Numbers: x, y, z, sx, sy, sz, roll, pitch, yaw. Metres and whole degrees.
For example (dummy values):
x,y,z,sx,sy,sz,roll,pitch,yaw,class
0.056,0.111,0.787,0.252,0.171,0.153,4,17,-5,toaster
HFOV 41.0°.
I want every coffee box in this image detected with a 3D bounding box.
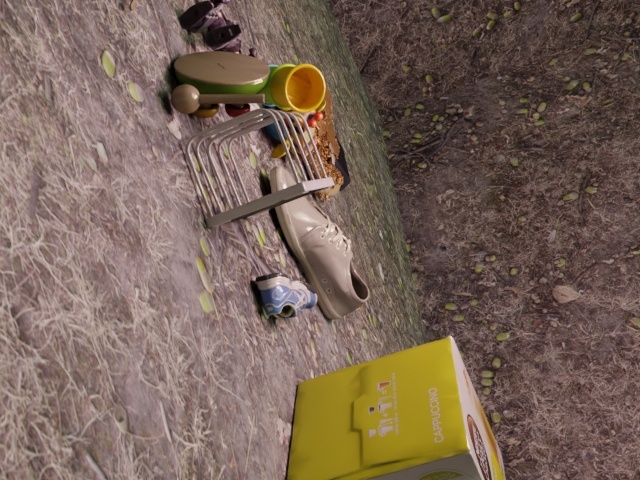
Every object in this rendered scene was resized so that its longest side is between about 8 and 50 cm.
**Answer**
x,y,z,sx,sy,sz,roll,pitch,yaw,class
0.158,0.444,1.635,0.337,0.338,0.334,-85,153,-61,coffee box

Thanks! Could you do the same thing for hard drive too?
x,y,z,sx,sy,sz,roll,pitch,yaw,class
0.030,-0.284,2.742,0.254,0.054,0.172,50,25,-59,hard drive

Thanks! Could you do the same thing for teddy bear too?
x,y,z,sx,sy,sz,roll,pitch,yaw,class
-0.015,-0.275,2.482,0.245,0.113,0.338,-46,125,-68,teddy bear

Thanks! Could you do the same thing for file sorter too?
x,y,z,sx,sy,sz,roll,pitch,yaw,class
-0.115,-0.145,1.636,0.278,0.193,0.173,-30,99,-77,file sorter

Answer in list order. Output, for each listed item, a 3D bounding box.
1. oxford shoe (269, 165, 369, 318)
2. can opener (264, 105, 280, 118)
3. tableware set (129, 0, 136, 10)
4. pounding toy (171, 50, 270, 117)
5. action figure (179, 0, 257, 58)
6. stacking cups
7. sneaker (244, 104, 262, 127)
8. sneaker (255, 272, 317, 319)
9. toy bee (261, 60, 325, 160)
x,y,z,sx,sy,sz,roll,pitch,yaw,class
0.000,0.000,2.066,0.169,0.130,0.449,-86,153,-56,oxford shoe
-0.129,-0.373,2.182,0.073,0.059,0.186,-90,158,-53,can opener
-0.345,-0.496,1.494,0.194,0.039,0.128,-85,166,-47,tableware set
-0.189,-0.270,1.623,0.237,0.183,0.110,-94,-172,-60,pounding toy
-0.208,-0.453,1.875,0.185,0.099,0.285,55,9,-3,action figure
-0.110,-0.324,1.758,0.316,0.096,0.096,24,-36,55,stacking cups
-0.178,-0.309,1.936,0.135,0.052,0.058,65,23,1,sneaker
-0.069,0.123,1.742,0.211,0.080,0.081,22,57,-61,sneaker
-0.064,-0.285,2.106,0.195,0.162,0.298,-62,150,-2,toy bee
